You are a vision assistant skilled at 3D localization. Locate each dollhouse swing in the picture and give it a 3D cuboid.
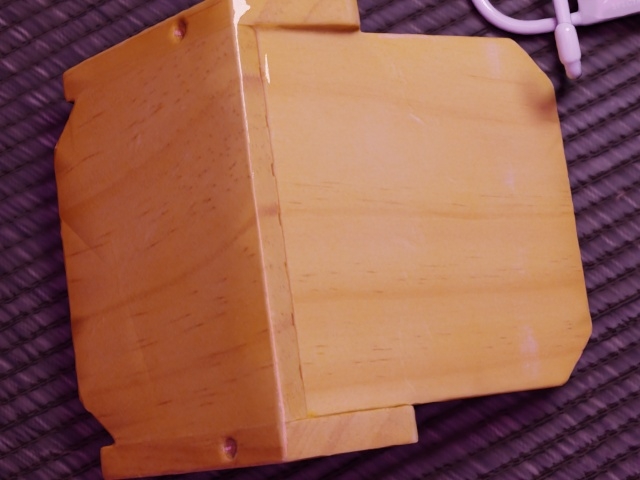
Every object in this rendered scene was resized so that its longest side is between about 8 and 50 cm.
[{"bbox_3d":[0.000,0.000,1.084,0.315,0.305,0.347,-15,80,43],"label":"dollhouse swing"}]

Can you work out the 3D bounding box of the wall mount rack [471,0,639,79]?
[{"bbox_3d":[0.271,-0.300,1.031,0.350,0.130,0.304,-12,92,14],"label":"wall mount rack"}]
